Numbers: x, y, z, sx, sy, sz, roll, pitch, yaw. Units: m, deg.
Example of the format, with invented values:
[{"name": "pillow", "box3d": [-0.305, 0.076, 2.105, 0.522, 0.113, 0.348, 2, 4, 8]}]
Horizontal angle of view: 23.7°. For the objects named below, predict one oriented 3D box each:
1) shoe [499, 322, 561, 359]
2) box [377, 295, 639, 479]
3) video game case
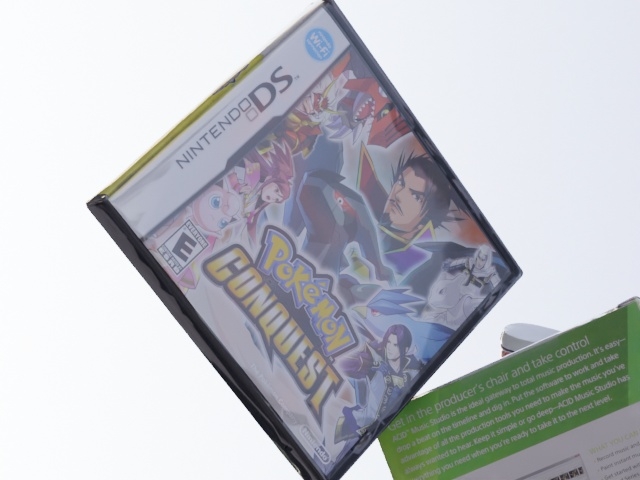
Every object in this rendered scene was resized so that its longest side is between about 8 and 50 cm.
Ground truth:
[{"name": "shoe", "box3d": [0.239, 0.136, 1.381, 0.178, 0.063, 0.081, 16, -69, 35]}, {"name": "box", "box3d": [0.198, 0.233, 1.127, 0.232, 0.058, 0.322, -26, -105, 19]}, {"name": "video game case", "box3d": [0.000, 0.000, 1.131, 0.275, 0.248, 0.035, 53, -28, -16]}]
